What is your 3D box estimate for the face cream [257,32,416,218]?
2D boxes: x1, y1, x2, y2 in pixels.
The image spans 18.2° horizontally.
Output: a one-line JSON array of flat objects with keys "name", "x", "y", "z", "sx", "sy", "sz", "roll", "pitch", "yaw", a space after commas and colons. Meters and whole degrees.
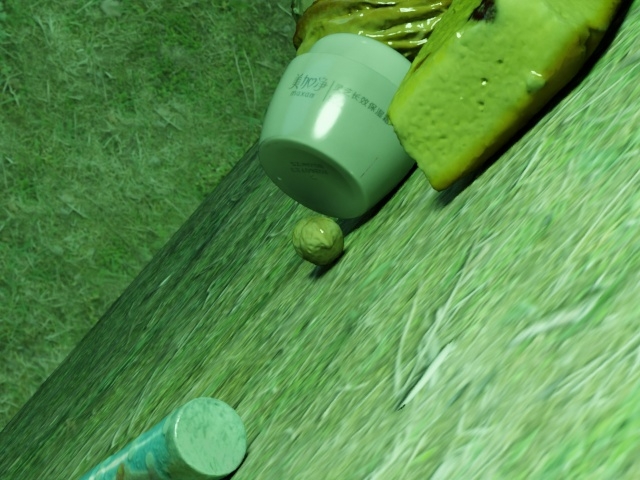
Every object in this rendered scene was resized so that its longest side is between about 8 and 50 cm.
[{"name": "face cream", "x": 0.018, "y": -0.083, "z": 1.439, "sx": 0.104, "sy": 0.117, "sz": 0.117, "roll": -58, "pitch": 11, "yaw": -25}]

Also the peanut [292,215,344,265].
[{"name": "peanut", "x": 0.000, "y": 0.000, "z": 1.412, "sx": 0.037, "sy": 0.037, "sz": 0.083, "roll": -48, "pitch": 5, "yaw": -8}]

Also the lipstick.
[{"name": "lipstick", "x": -0.096, "y": 0.135, "z": 1.142, "sx": 0.048, "sy": 0.048, "sz": 0.158, "roll": -51, "pitch": 8, "yaw": -36}]

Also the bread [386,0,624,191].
[{"name": "bread", "x": 0.149, "y": -0.171, "z": 1.292, "sx": 0.138, "sy": 0.077, "sz": 0.361, "roll": -43, "pitch": 7, "yaw": 36}]

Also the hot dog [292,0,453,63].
[{"name": "hot dog", "x": 0.102, "y": -0.195, "z": 1.555, "sx": 0.272, "sy": 0.122, "sz": 0.196, "roll": -42, "pitch": 0, "yaw": -29}]

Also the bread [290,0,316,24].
[{"name": "bread", "x": 0.106, "y": -0.300, "z": 2.032, "sx": 0.305, "sy": 0.159, "sz": 0.305, "roll": -45, "pitch": 10, "yaw": 10}]
